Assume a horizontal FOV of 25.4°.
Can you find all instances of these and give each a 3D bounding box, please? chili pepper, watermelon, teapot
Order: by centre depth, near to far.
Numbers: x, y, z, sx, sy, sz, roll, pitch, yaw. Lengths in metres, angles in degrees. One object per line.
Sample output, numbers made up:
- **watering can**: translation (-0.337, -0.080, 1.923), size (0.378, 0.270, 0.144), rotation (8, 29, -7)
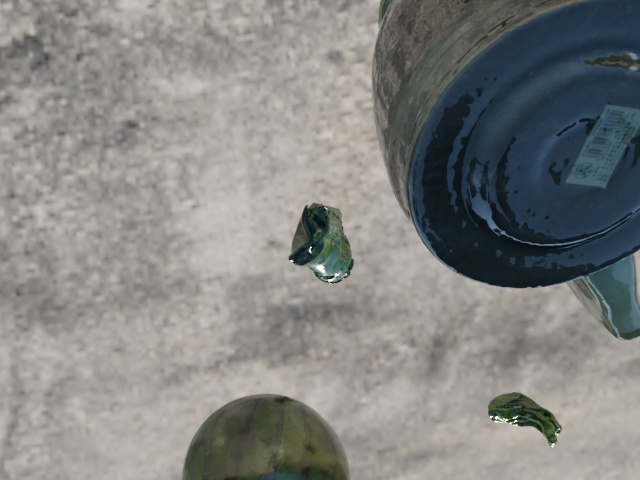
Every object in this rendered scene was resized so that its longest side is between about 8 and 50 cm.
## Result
- **teapot**: translation (0.172, -0.106, 1.046), size (0.322, 0.239, 0.239), rotation (27, 115, -35)
- **chili pepper**: translation (0.196, 0.167, 1.353), size (0.091, 0.034, 0.030), rotation (18, 163, 47)
- **watermelon**: translation (-0.060, 0.272, 1.537), size (0.188, 0.214, 0.188), rotation (7, 140, 6)
- **chili pepper**: translation (-0.002, -0.001, 1.843), size (0.061, 0.098, 0.224), rotation (19, 173, 17)
